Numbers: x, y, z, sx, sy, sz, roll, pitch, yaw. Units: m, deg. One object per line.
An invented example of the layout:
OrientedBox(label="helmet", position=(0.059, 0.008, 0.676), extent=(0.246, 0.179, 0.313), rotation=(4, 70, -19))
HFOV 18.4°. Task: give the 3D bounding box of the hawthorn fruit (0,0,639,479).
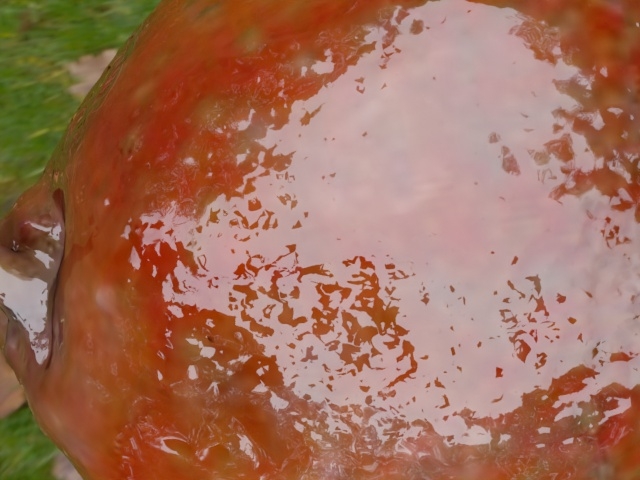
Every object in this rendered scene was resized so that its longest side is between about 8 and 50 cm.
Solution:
OrientedBox(label="hawthorn fruit", position=(0.000, 0.000, 0.598), extent=(0.262, 0.210, 0.211), rotation=(-4, 99, -6))
